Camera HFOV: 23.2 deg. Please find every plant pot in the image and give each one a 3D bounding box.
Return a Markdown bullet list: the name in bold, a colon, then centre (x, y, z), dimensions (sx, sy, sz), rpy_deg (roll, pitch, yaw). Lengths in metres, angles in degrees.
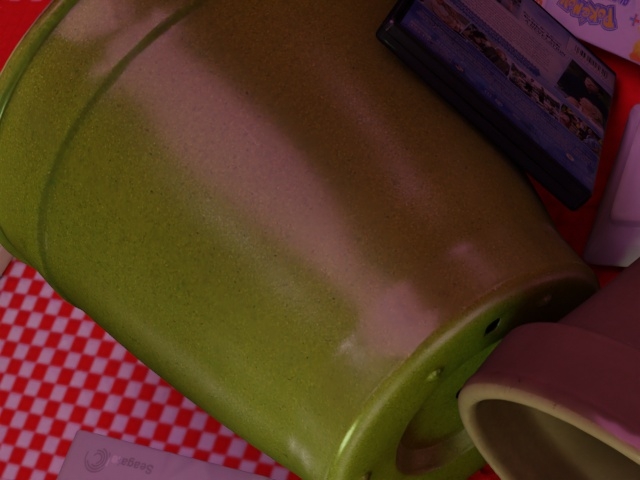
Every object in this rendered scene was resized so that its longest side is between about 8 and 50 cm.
- **plant pot**: centre (0.000, 0.000, 1.119), dimensions (0.366, 0.366, 0.353), rpy_deg (-43, 62, 1)
- **plant pot**: centre (0.253, 0.092, 0.956), dimensions (0.263, 0.263, 0.229), rpy_deg (27, 68, 39)

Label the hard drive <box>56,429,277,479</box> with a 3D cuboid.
- **hard drive**: centre (-0.160, 0.310, 1.186), dimensions (0.203, 0.040, 0.307), rpy_deg (9, 68, 30)

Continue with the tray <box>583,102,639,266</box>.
- **tray**: centre (0.318, -0.044, 1.101), dimensions (0.270, 0.030, 0.145), rpy_deg (4, 62, 39)

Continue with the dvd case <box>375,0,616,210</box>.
- **dvd case**: centre (0.136, -0.133, 1.130), dimensions (0.022, 0.180, 0.253), rpy_deg (-47, 7, 28)

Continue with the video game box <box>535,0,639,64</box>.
- **video game box**: centre (0.268, -0.230, 1.206), dimensions (0.205, 0.048, 0.187), rpy_deg (33, 114, 43)

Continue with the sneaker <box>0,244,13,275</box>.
- **sneaker**: centre (-0.331, -0.077, 1.448), dimensions (0.108, 0.169, 0.292), rpy_deg (14, 69, 38)
